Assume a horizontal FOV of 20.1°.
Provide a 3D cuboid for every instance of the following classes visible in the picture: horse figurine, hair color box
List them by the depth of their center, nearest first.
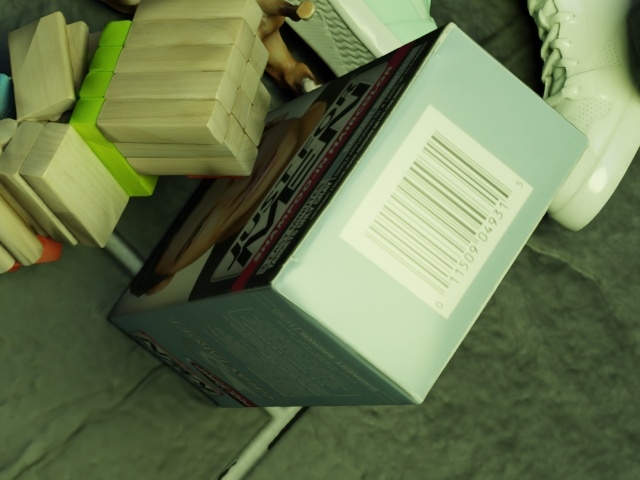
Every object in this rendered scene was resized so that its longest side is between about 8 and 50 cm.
[{"bbox_3d":[0.000,0.000,1.147,0.113,0.374,0.185,38,74,-12],"label":"hair color box"},{"bbox_3d":[-0.104,-0.175,1.259,0.263,0.174,0.066,24,88,-2],"label":"horse figurine"}]

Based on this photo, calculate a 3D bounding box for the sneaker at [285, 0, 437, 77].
[{"bbox_3d":[0.080,-0.154,1.345,0.256,0.094,0.151,52,55,-19],"label":"sneaker"}]

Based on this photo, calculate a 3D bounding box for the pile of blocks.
[{"bbox_3d":[-0.187,-0.049,1.202,0.362,0.112,0.149,-20,51,12],"label":"pile of blocks"}]

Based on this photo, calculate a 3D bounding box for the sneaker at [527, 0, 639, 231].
[{"bbox_3d":[0.179,-0.162,1.378,0.169,0.108,0.292,27,67,-14],"label":"sneaker"}]
